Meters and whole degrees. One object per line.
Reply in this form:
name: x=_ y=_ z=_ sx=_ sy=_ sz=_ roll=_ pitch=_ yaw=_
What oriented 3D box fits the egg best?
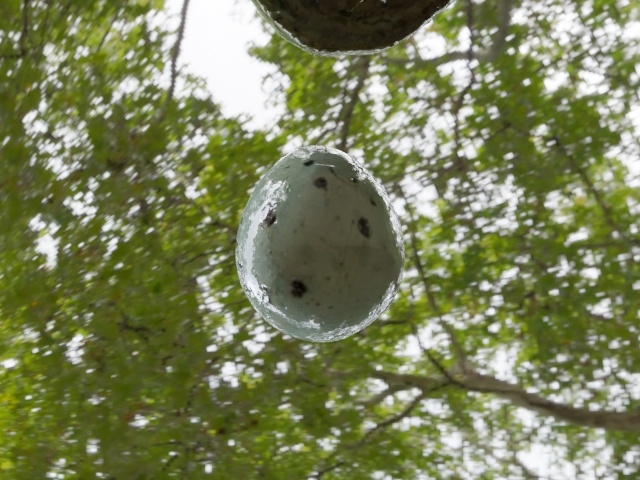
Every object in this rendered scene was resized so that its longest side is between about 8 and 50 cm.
egg: x=0.000 y=0.000 z=0.893 sx=0.131 sy=0.131 sz=0.164 roll=24 pitch=-141 yaw=-19

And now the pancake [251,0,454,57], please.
pancake: x=0.039 y=-0.266 z=0.992 sx=0.253 sy=0.037 sz=0.253 roll=-11 pitch=-53 yaw=-15
